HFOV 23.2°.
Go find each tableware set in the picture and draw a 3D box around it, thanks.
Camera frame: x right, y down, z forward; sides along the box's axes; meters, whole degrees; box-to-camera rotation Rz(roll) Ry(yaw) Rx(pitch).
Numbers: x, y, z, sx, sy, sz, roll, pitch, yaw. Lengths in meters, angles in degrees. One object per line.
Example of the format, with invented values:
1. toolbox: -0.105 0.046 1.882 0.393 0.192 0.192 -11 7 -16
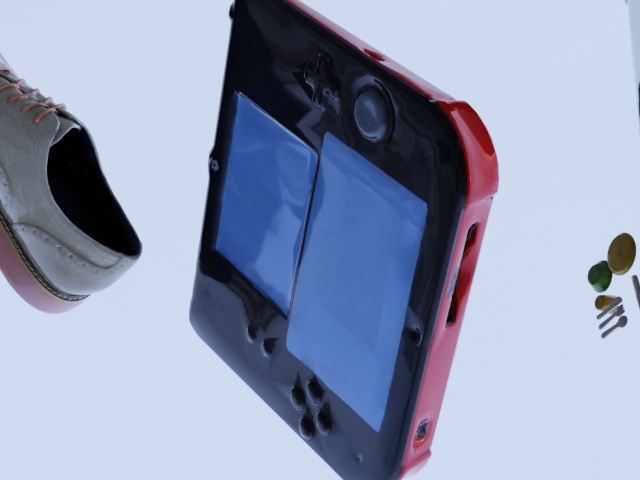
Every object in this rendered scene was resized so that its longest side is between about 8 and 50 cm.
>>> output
1. tableware set: 0.344 0.033 1.682 0.024 0.154 0.104 10 -127 -27

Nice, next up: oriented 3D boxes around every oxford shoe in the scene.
1. oxford shoe: -0.305 -0.124 1.545 0.146 0.397 0.140 -25 -168 37

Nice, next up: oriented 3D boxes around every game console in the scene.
1. game console: 0.000 0.000 1.395 0.060 0.386 0.342 -16 -141 -39

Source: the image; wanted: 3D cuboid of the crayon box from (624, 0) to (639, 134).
1. crayon box: 0.289 -0.059 0.617 0.318 0.081 0.202 0 -124 3
